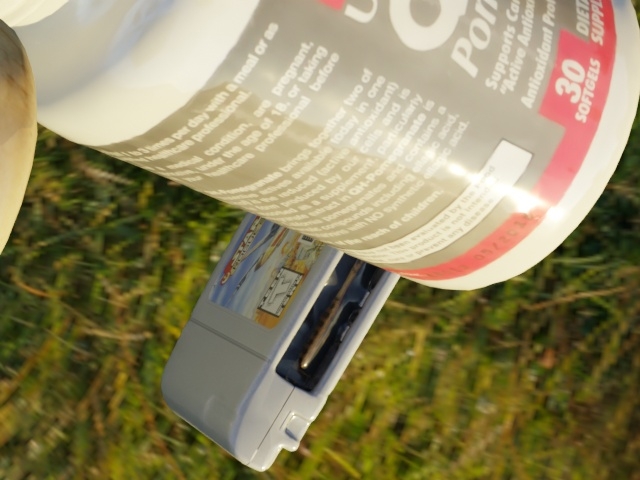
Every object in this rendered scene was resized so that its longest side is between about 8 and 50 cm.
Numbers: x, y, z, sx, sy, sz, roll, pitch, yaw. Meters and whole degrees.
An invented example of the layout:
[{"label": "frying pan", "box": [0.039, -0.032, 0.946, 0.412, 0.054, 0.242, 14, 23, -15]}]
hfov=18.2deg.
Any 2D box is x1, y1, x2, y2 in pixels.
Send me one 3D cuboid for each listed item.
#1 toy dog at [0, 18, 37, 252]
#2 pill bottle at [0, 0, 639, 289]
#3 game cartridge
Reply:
[{"label": "toy dog", "box": [-0.147, -0.113, 0.410, 0.220, 0.161, 0.333, 49, 44, -30]}, {"label": "pill bottle", "box": [-0.028, -0.104, 0.837, 0.318, 0.176, 0.176, 22, 85, -38]}, {"label": "game cartridge", "box": [0.000, 0.000, 1.310, 0.062, 0.198, 0.297, 33, 84, -23]}]
